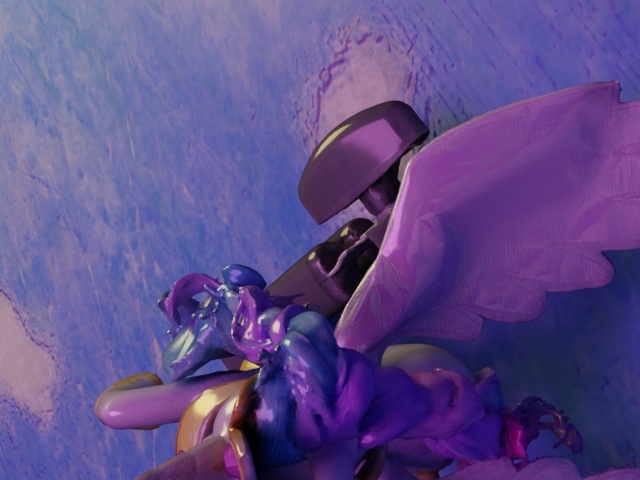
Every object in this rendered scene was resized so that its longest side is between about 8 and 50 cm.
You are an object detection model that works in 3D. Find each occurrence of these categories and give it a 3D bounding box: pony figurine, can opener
[{"bbox_3d":[0.043,0.098,0.662,0.363,0.351,0.302,147,113,-68],"label":"pony figurine"},{"bbox_3d":[0.000,0.000,0.846,0.095,0.076,0.283,52,137,3],"label":"can opener"}]
